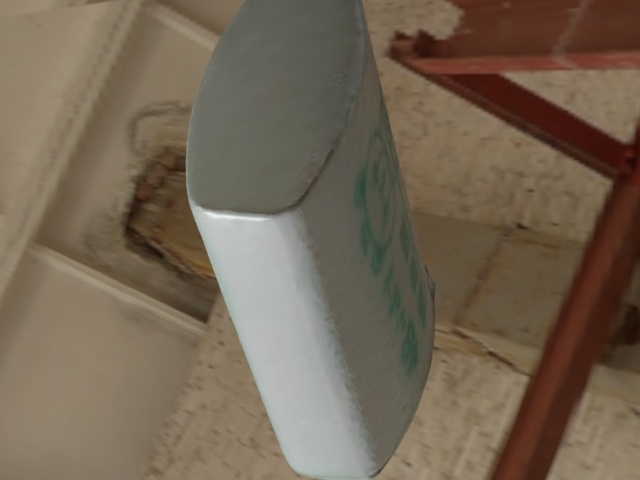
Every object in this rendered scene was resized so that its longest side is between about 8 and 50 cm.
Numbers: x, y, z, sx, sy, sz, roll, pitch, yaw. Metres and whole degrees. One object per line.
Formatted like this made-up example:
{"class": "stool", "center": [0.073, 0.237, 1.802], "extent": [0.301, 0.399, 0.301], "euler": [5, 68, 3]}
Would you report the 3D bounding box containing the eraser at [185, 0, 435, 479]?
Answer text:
{"class": "eraser", "center": [0.000, 0.000, 1.175], "extent": [0.290, 0.104, 0.189], "euler": [73, -151, -51]}
